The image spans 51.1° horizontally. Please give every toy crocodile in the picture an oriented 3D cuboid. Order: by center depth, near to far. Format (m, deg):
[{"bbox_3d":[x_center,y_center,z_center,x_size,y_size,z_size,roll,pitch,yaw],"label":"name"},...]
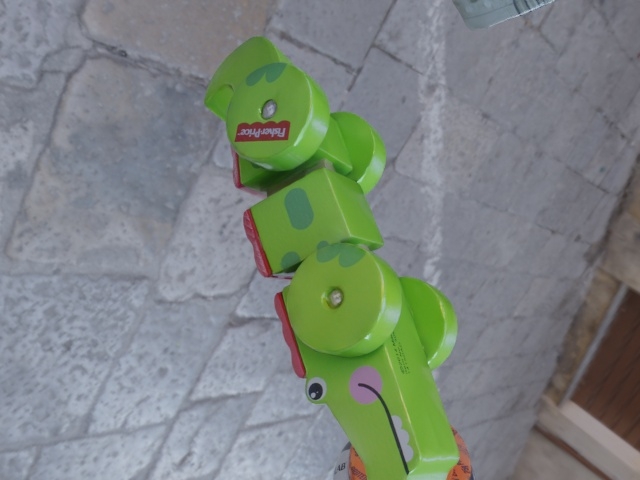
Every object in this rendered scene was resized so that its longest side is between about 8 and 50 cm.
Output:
[{"bbox_3d":[0.000,0.000,0.442,0.105,0.340,0.115,-29,156,22],"label":"toy crocodile"}]

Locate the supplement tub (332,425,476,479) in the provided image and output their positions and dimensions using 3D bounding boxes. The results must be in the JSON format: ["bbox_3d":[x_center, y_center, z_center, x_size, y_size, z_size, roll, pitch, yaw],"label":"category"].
[{"bbox_3d":[0.118,0.409,1.009,0.207,0.207,0.337,-33,143,-29],"label":"supplement tub"}]

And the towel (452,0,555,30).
[{"bbox_3d":[0.181,-0.310,0.445,0.324,0.312,0.056,44,43,-44],"label":"towel"}]
